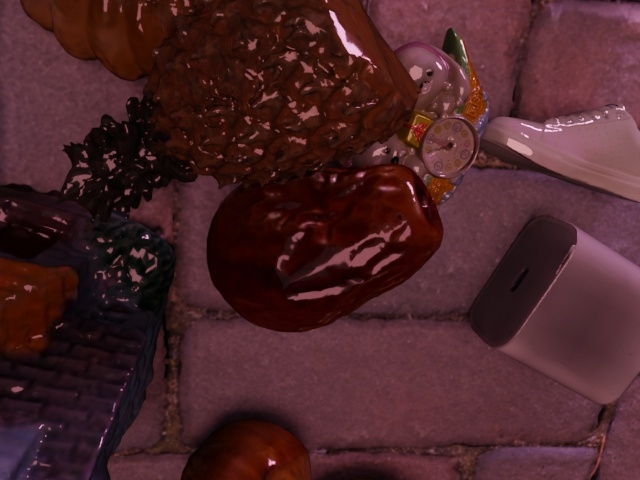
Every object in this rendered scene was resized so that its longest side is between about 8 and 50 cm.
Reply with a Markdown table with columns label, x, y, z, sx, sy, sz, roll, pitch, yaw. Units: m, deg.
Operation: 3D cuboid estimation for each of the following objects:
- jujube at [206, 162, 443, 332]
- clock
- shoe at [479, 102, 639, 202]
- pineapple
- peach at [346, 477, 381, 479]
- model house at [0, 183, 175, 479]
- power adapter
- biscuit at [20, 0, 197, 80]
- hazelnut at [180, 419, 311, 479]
| label | x | y | z | sx | sy | sz | roll | pitch | yaw |
| --- | --- | --- | --- | --- | --- | --- | --- | --- | --- |
| jujube | 0.000 | 0.000 | 0.555 | 0.256 | 0.190 | 0.189 | -20 | 107 | 24 |
| clock | 0.113 | -0.136 | 0.594 | 0.144 | 0.103 | 0.230 | 17 | 103 | -19 |
| shoe | 0.324 | -0.129 | 0.630 | 0.265 | 0.095 | 0.110 | 16 | 102 | -19 |
| pineapple | -0.100 | -0.124 | 0.490 | 0.362 | 0.202 | 0.201 | -24 | 107 | 20 |
| peach | 0.063 | 0.467 | 0.717 | 0.252 | 0.153 | 0.250 | 0 | 109 | -1 |
| model house | -0.361 | 0.118 | 0.480 | 0.361 | 0.339 | 0.297 | 16 | 103 | -10 |
| power adapter | 0.362 | 0.107 | 0.676 | 0.255 | 0.124 | 0.186 | 28 | 101 | -14 |
| biscuit | -0.178 | -0.331 | 0.514 | 0.326 | 0.107 | 0.325 | -1 | 101 | -5 |
| hazelnut | -0.100 | 0.333 | 0.653 | 0.182 | 0.182 | 0.181 | -2 | 104 | -7 |
